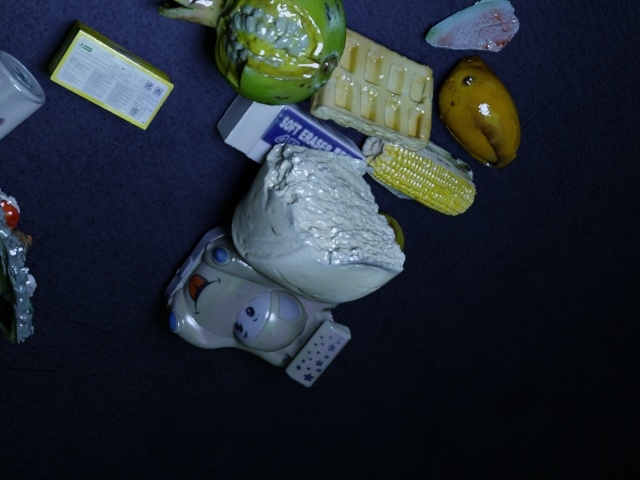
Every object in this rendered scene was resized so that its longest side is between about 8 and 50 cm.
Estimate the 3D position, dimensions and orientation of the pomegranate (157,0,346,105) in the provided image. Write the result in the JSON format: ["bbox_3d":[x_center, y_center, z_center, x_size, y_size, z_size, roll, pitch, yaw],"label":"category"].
[{"bbox_3d":[-0.106,-0.349,1.104,0.301,0.236,0.236,24,117,0],"label":"pomegranate"}]

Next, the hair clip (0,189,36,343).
[{"bbox_3d":[-0.566,0.034,1.236,0.091,0.138,0.321,-32,139,-40],"label":"hair clip"}]

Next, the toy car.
[{"bbox_3d":[-0.131,0.151,1.441,0.336,0.226,0.242,24,113,-37],"label":"toy car"}]

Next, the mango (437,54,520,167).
[{"bbox_3d":[0.332,-0.246,1.393,0.136,0.166,0.236,-35,131,9],"label":"mango"}]

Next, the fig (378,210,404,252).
[{"bbox_3d":[0.097,0.008,1.519,0.148,0.186,0.142,3,81,-49],"label":"fig"}]

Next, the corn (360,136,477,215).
[{"bbox_3d":[0.215,-0.146,1.454,0.305,0.122,0.123,25,81,-39],"label":"corn"}]

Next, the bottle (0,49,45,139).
[{"bbox_3d":[-0.556,-0.189,1.070,0.233,0.110,0.110,-37,131,6],"label":"bottle"}]

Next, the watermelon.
[{"bbox_3d":[0.290,-0.398,1.313,0.180,0.094,0.081,-13,134,5],"label":"watermelon"}]

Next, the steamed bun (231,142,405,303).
[{"bbox_3d":[0.000,0.000,1.257,0.290,0.272,0.273,25,115,-32],"label":"steamed bun"}]

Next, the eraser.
[{"bbox_3d":[-0.051,-0.189,1.314,0.279,0.081,0.124,28,111,-37],"label":"eraser"}]

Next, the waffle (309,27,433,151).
[{"bbox_3d":[0.105,-0.281,1.276,0.274,0.057,0.168,15,77,-32],"label":"waffle"}]

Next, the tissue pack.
[{"bbox_3d":[-0.346,-0.273,1.132,0.176,0.062,0.095,27,109,-36],"label":"tissue pack"}]
